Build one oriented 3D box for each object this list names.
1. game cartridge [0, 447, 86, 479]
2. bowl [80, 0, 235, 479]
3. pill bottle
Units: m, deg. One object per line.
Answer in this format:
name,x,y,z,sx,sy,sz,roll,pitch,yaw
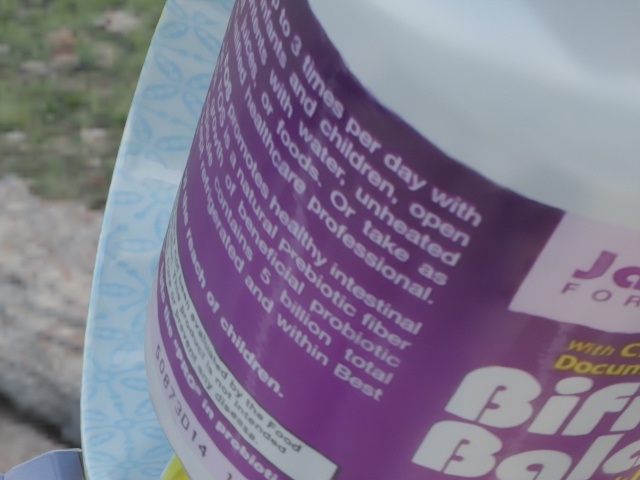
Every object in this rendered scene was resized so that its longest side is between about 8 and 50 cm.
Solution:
game cartridge,-0.160,0.302,0.913,0.230,0.355,0.068,-27,-22,30
bowl,0.000,0.000,0.878,0.156,0.289,0.289,11,15,-18
pill bottle,0.059,-0.038,0.481,0.169,0.301,0.169,8,54,-11
